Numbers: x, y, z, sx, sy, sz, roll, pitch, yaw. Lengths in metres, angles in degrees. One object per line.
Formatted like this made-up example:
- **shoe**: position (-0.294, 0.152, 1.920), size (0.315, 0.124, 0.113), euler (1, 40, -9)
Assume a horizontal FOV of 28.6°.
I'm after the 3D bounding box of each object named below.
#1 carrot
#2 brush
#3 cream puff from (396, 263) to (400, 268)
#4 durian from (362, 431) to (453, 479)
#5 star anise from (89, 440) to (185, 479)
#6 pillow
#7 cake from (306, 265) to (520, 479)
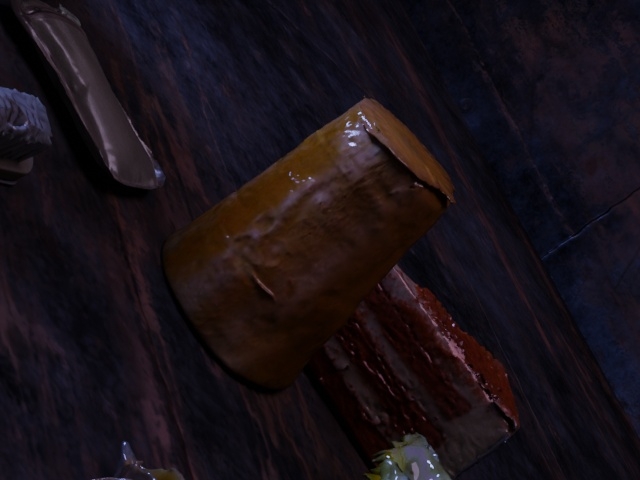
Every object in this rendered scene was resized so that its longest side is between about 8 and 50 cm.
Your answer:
- **carrot**: position (0.000, 0.000, 1.211), size (0.196, 0.254, 0.196), euler (47, 14, -16)
- **brush**: position (-0.296, -0.099, 0.894), size (0.327, 0.065, 0.070), euler (12, 56, -65)
- **cream puff**: position (0.036, 0.057, 1.457), size (0.119, 0.104, 0.133), euler (-20, 65, -40)
- **durian**: position (0.108, 0.295, 1.080), size (0.172, 0.166, 0.306), euler (39, 13, -49)
- **star anise**: position (-0.093, 0.263, 0.843), size (0.148, 0.219, 0.227), euler (-170, -95, -72)
- **pillow**: position (-0.227, -0.146, 1.233), size (0.232, 0.038, 0.131), euler (60, 14, 14)
- **cake**: position (0.091, 0.131, 1.379), size (0.262, 0.158, 0.159), euler (55, 12, 5)
